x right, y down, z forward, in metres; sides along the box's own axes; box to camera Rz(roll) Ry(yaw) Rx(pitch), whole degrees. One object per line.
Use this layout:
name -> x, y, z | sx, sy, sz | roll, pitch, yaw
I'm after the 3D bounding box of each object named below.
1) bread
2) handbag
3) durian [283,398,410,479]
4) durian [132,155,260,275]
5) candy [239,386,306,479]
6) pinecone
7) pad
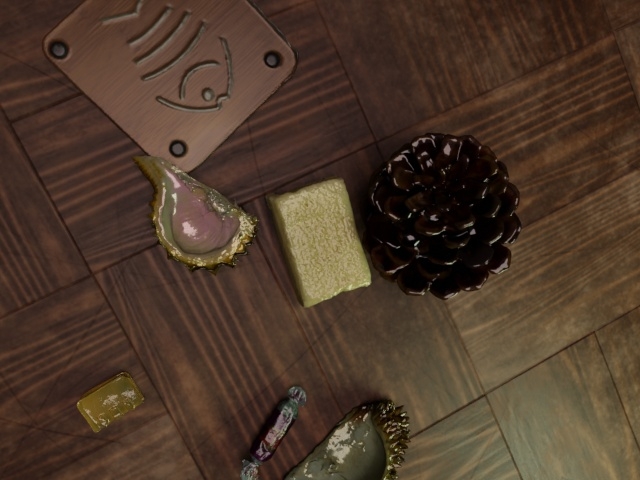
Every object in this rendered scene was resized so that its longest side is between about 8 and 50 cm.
bread -> 0.000, -0.001, 0.837 | 0.126, 0.068, 0.188 | -18, 97, -10
handbag -> -0.324, 0.248, 0.806 | 0.083, 0.027, 0.061 | -30, 99, -9
durian -> 0.057, 0.374, 0.863 | 0.139, 0.144, 0.252 | 43, 90, 10
durian -> -0.196, -0.046, 0.792 | 0.140, 0.078, 0.224 | -42, 91, 6
candy -> -0.077, 0.318, 0.858 | 0.045, 0.043, 0.174 | 35, 83, -11
pinecone -> 0.172, -0.036, 0.759 | 0.247, 0.292, 0.246 | -2, 76, 10
pad -> -0.218, -0.284, 0.797 | 0.286, 0.018, 0.284 | -45, 102, -4
